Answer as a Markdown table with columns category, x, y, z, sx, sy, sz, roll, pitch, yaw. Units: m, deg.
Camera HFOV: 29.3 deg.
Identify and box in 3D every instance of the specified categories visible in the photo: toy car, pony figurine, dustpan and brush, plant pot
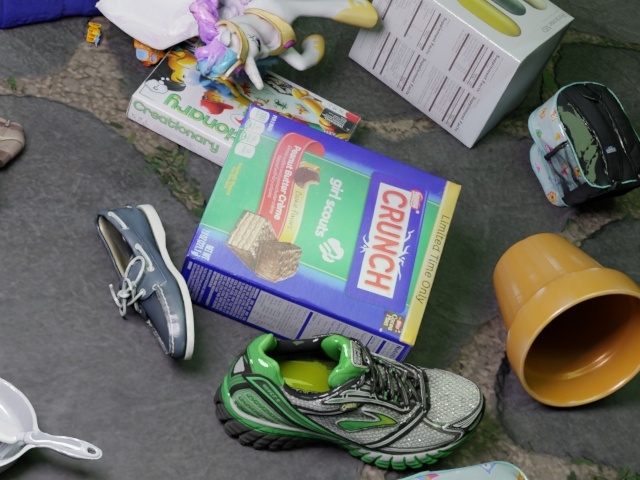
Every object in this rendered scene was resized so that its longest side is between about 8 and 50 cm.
| category | x | y | z | sx | sy | sz | roll | pitch | yaw |
| --- | --- | --- | --- | --- | --- | --- | --- | --- | --- |
| toy car | -0.298 | -0.297 | 1.881 | 0.122 | 0.060 | 0.040 | 16 | 89 | 13 |
| pony figurine | -0.125 | -0.378 | 1.803 | 0.351 | 0.303 | 0.363 | 48 | 36 | 7 |
| dustpan and brush | -0.350 | 0.219 | 1.371 | 0.211 | 0.060 | 0.147 | 20 | 46 | -5 |
| plant pot | 0.334 | 0.093 | 1.696 | 0.205 | 0.205 | 0.188 | 2 | 35 | -22 |

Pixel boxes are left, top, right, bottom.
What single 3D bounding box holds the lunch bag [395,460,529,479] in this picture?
| category | x | y | z | sx | sy | sz | roll | pitch | yaw |
| --- | --- | --- | --- | --- | --- | --- | --- | --- | --- |
| lunch bag | 0.144 | 0.384 | 1.405 | 0.279 | 0.108 | 0.224 | -6 | 56 | -26 |

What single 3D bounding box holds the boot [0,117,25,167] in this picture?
| category | x | y | z | sx | sy | sz | roll | pitch | yaw |
| --- | --- | --- | --- | --- | --- | --- | --- | --- | --- |
| boot | -0.462 | -0.139 | 1.660 | 0.118 | 0.042 | 0.087 | 17 | 40 | -10 |

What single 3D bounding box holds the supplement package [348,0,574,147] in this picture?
| category | x | y | z | sx | sy | sz | roll | pitch | yaw |
| --- | --- | --- | --- | --- | --- | --- | --- | --- | --- |
| supplement package | 0.229 | -0.334 | 2.011 | 0.263 | 0.198 | 0.199 | 39 | 46 | 12 |

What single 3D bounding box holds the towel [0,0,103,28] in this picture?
| category | x | y | z | sx | sy | sz | roll | pitch | yaw |
| --- | --- | --- | --- | --- | --- | --- | --- | --- | --- |
| towel | -0.355 | -0.442 | 1.840 | 0.308 | 0.227 | 0.076 | -14 | 50 | -32 |

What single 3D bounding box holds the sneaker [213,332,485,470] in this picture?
| category | x | y | z | sx | sy | sz | roll | pitch | yaw |
| --- | --- | --- | --- | --- | --- | --- | --- | --- | --- |
| sneaker | 0.051 | 0.192 | 1.508 | 0.344 | 0.146 | 0.134 | 6 | 49 | -19 |

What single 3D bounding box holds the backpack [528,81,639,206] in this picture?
| category | x | y | z | sx | sy | sz | roll | pitch | yaw |
| --- | --- | --- | --- | --- | --- | --- | --- | --- | --- |
| backpack | 0.423 | -0.154 | 1.965 | 0.166 | 0.144 | 0.188 | -14 | 80 | -30 |

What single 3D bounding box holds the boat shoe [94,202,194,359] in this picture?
| category | x | y | z | sx | sy | sz | roll | pitch | yaw |
| --- | --- | --- | --- | --- | --- | --- | --- | --- | --- |
| boat shoe | -0.224 | 0.050 | 1.551 | 0.079 | 0.095 | 0.254 | -3 | 51 | -28 |

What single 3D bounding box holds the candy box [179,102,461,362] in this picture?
| category | x | y | z | sx | sy | sz | roll | pitch | yaw |
| --- | --- | --- | --- | --- | --- | --- | --- | --- | --- |
| candy box | 0.000 | 0.000 | 1.643 | 0.317 | 0.122 | 0.268 | 22 | 58 | -4 |

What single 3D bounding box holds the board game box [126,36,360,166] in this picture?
| category | x | y | z | sx | sy | sz | roll | pitch | yaw |
| --- | --- | --- | --- | --- | --- | --- | --- | --- | --- |
| board game box | -0.111 | -0.184 | 1.835 | 0.305 | 0.053 | 0.193 | 27 | 46 | 1 |
